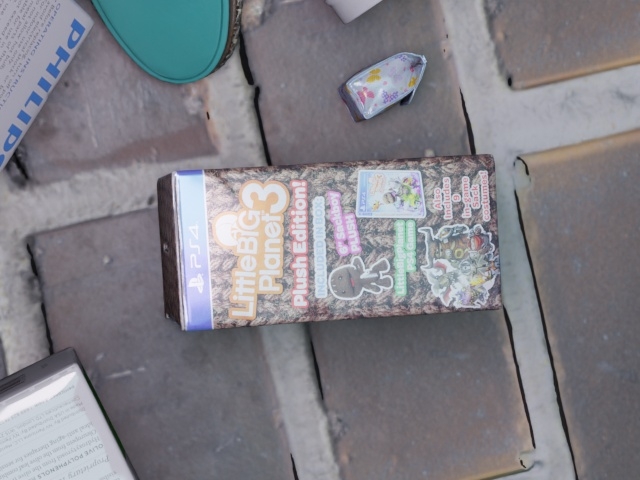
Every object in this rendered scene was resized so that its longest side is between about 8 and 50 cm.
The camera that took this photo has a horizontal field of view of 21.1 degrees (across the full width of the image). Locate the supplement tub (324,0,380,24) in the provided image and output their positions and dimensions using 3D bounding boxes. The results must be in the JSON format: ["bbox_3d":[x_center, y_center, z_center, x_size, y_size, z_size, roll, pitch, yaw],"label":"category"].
[{"bbox_3d":[0.012,-0.385,1.607,0.228,0.228,0.316,-36,97,-6],"label":"supplement tub"}]

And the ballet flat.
[{"bbox_3d":[-0.192,-0.370,1.574,0.164,0.182,0.483,-15,133,15],"label":"ballet flat"}]

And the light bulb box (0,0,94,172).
[{"bbox_3d":[-0.436,-0.227,1.420,0.358,0.361,0.225,31,86,17],"label":"light bulb box"}]

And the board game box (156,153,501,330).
[{"bbox_3d":[0.000,0.000,1.614,0.291,0.232,0.141,-3,91,-9],"label":"board game box"}]

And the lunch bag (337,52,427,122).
[{"bbox_3d":[0.066,-0.154,1.701,0.083,0.071,0.053,-32,95,-8],"label":"lunch bag"}]

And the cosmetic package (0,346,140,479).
[{"bbox_3d":[-0.217,0.301,1.606,0.155,0.197,0.365,-27,97,-8],"label":"cosmetic package"}]
